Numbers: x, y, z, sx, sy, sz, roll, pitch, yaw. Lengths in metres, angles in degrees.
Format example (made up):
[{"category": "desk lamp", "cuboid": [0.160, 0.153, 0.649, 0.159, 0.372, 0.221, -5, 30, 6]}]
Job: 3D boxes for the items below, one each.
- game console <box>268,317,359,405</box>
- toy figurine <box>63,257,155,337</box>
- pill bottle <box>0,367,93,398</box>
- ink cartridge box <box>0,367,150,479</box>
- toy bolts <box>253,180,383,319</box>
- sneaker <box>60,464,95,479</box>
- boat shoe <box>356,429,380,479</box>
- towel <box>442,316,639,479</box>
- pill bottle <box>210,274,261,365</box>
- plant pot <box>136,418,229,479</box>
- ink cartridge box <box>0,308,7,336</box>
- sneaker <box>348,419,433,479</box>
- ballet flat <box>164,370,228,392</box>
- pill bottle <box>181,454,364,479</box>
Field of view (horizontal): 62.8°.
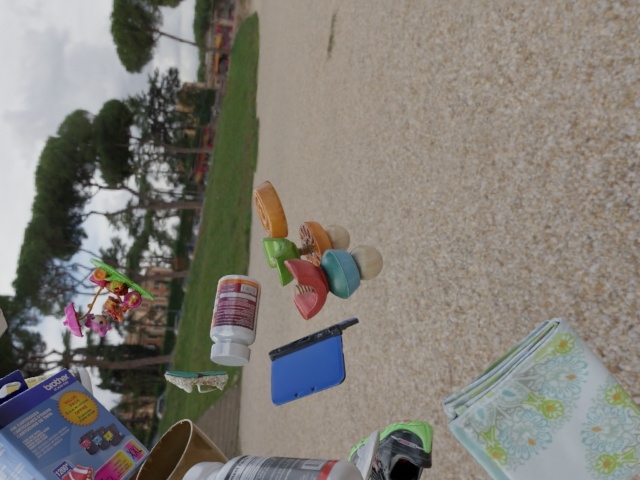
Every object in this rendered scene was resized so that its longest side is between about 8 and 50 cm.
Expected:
[{"category": "game console", "cuboid": [-0.012, 0.392, 1.725, 0.250, 0.293, 0.173, -4, -109, -61]}, {"category": "toy figurine", "cuboid": [-0.490, 0.151, 1.179, 0.159, 0.173, 0.130, -59, -1, -21]}, {"category": "pill bottle", "cuboid": [-0.900, 0.525, 1.644, 0.188, 0.334, 0.188, 15, 108, 55]}, {"category": "ink cartridge box", "cuboid": [-0.661, 0.500, 1.293, 0.151, 0.395, 0.270, -50, -3, 17]}, {"category": "toy bolts", "cuboid": [0.000, 0.000, 0.899, 0.228, 0.158, 0.218, -129, 23, -50]}, {"category": "sneaker", "cuboid": [-0.439, 0.480, 1.002, 0.067, 0.118, 0.042, -50, -7, -33]}, {"category": "boat shoe", "cuboid": [0.154, 0.735, 1.799, 0.066, 0.063, 0.184, 12, -87, -65]}, {"category": "towel", "cuboid": [0.473, 0.381, 1.067, 0.320, 0.374, 0.090, -40, 6, 6]}, {"category": "pill bottle", "cuboid": [-0.227, 0.213, 1.400, 0.121, 0.121, 0.221, 114, 162, -60]}, {"category": "plant pot", "cuboid": [-0.338, 0.666, 1.451, 0.237, 0.254, 0.237, -40, 22, 19]}, {"category": "ink cartridge box", "cuboid": [-0.838, 0.241, 1.089, 0.121, 0.211, 0.289, 123, 169, -53]}, {"category": "sneaker", "cuboid": [0.241, 0.818, 1.901, 0.202, 0.185, 0.483, -92, 24, -42]}, {"category": "ballet flat", "cuboid": [-0.459, 0.528, 1.952, 0.091, 0.241, 0.077, -4, 80, 64]}, {"category": "pill bottle", "cuboid": [-0.102, 0.556, 1.079, 0.210, 0.363, 0.210, -8, -90, -66]}]
